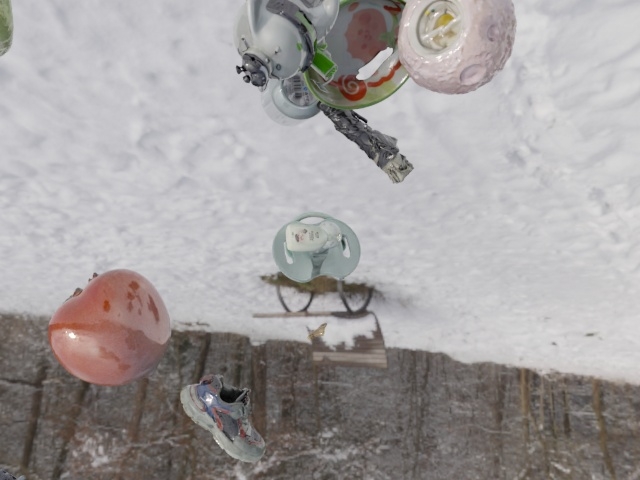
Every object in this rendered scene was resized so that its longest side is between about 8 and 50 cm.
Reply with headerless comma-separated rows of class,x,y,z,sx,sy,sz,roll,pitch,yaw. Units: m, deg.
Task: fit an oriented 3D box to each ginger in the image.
ginger,-0.001,0.311,1.704,0.048,0.030,0.097,-12,-164,48

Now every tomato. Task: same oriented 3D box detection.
tomato,-0.564,0.249,1.394,0.322,0.321,0.321,1,169,0

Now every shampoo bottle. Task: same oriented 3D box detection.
shampoo bottle,-0.015,-0.006,1.365,0.152,0.077,0.045,2,158,-17

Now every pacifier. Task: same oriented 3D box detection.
pacifier,0.000,0.000,1.840,0.344,0.288,0.269,-7,160,-21

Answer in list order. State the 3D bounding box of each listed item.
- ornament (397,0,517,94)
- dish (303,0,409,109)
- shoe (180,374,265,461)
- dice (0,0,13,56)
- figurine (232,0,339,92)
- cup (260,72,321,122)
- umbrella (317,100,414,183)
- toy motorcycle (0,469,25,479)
ornament,0.302,-0.455,1.115,0.260,0.259,0.225,-8,-179,38
dish,0.096,-0.512,1.316,0.324,0.124,0.324,-12,143,-9
shoe,-0.185,0.365,1.080,0.227,0.125,0.099,44,179,-11
dice,-0.556,-0.371,0.639,0.252,0.254,0.250,-13,-173,-34
figurine,-0.044,-0.260,0.602,0.126,0.192,0.147,16,157,16
cup,-0.082,-0.489,1.663,0.206,0.205,0.312,3,-171,-12
umbrella,0.142,-0.317,1.528,0.358,0.106,0.113,40,-162,-13
toy motorcycle,-0.505,0.606,0.966,0.232,0.416,0.172,-45,-178,38
